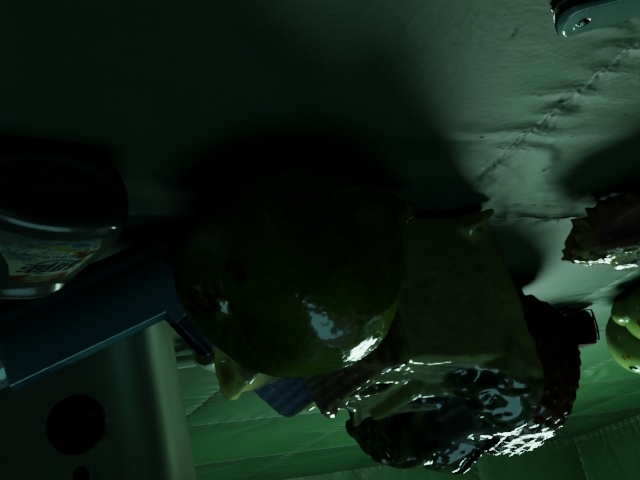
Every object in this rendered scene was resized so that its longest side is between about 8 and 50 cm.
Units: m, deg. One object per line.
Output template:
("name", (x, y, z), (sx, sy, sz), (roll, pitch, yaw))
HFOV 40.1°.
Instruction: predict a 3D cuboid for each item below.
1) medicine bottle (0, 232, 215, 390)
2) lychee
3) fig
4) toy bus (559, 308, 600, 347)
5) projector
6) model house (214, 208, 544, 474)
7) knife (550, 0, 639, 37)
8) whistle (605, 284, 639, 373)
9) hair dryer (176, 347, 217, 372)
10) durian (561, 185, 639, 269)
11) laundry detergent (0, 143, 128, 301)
("medicine bottle", (-0.217, 0.085, 0.854), (0.258, 0.124, 0.079), (-23, -165, -9))
("lychee", (0.255, 0.194, 1.284), (0.261, 0.260, 0.260), (-10, 159, -4))
("fig", (0.000, 0.000, 0.800), (0.235, 0.203, 0.203), (-46, 180, -35))
("toy bus", (0.357, 0.163, 1.495), (0.235, 0.073, 0.096), (-3, 166, -22))
("projector", (-0.286, 0.203, 0.995), (0.249, 0.249, 0.248), (-12, 159, -3))
("model house", (0.045, 0.129, 0.979), (0.266, 0.261, 0.321), (5, 147, -32))
("knife", (0.245, -0.181, 0.618), (0.162, 0.023, 0.044), (-16, 161, 8))
("whistle", (0.551, 0.141, 1.447), (0.141, 0.141, 0.294), (-13, 158, 3))
("hair dryer", (-0.198, 0.179, 1.279), (0.124, 0.038, 0.063), (-11, 160, 12))
("durian", (0.442, -0.037, 0.987), (0.341, 0.112, 0.191), (-18, 169, 38))
("laundry detergent", (-0.257, 0.000, 0.738), (0.144, 0.078, 0.222), (5, 155, -34))
